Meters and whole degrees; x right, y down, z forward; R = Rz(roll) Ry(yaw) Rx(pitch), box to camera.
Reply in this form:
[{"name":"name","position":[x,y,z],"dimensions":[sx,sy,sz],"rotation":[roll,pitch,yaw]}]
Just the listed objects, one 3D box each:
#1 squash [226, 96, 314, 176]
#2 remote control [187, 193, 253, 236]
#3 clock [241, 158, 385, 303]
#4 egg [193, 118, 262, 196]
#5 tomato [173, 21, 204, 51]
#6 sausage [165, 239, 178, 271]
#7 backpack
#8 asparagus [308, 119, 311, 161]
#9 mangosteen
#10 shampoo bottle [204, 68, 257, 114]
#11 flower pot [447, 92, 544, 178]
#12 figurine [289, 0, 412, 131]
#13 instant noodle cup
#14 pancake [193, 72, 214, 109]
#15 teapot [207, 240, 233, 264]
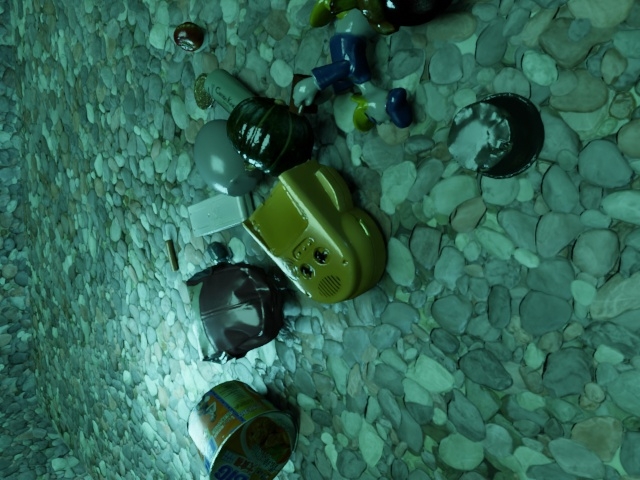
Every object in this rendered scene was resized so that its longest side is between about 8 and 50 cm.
[{"name":"squash","position":[-0.118,-0.247,1.186],"dimensions":[0.218,0.218,0.173],"rotation":[35,127,33]},{"name":"remote control","position":[-0.304,-0.083,1.524],"dimensions":[0.277,0.055,0.103],"rotation":[-12,90,45]},{"name":"clock","position":[0.000,0.000,1.177],"dimensions":[0.317,0.200,0.244],"rotation":[55,133,9]},{"name":"egg","position":[-0.254,-0.229,1.360],"dimensions":[0.232,0.176,0.176],"rotation":[55,130,23]},{"name":"tomato","position":[-0.383,-0.600,1.470],"dimensions":[0.087,0.087,0.075],"rotation":[-3,69,43]},{"name":"sausage","position":[-0.530,0.054,1.786],"dimensions":[0.026,0.026,0.116],"rotation":[-14,89,44]},{"name":"backpack","position":[-0.229,0.186,1.417],"dimensions":[0.317,0.197,0.284],"rotation":[-23,82,39]},{"name":"asparagus","position":[-0.031,-0.238,1.259],"dimensions":[0.015,0.018,0.127],"rotation":[-167,71,-68]},{"name":"mangosteen","position":[0.128,-0.477,0.908],"dimensions":[0.249,0.211,0.211],"rotation":[-29,77,8]},{"name":"shampoo bottle","position":[-0.209,-0.364,1.353],"dimensions":[0.262,0.085,0.085],"rotation":[45,126,27]},{"name":"flower pot","position":[0.301,-0.184,0.898],"dimensions":[0.157,0.106,0.158],"rotation":[13,110,41]},{"name":"figurine","position":[0.054,-0.347,1.044],"dimensions":[0.283,0.204,0.338],"rotation":[-44,80,12]},{"name":"instant noodle cup","position":[-0.241,0.562,1.461],"dimensions":[0.214,0.296,0.297],"rotation":[29,118,44]},{"name":"pancake","position":[-0.351,-0.450,1.517],"dimensions":[0.114,0.011,0.115],"rotation":[11,106,41]},{"name":"teapot","position":[-0.312,0.042,1.570],"dimensions":[0.083,0.063,0.049],"rotation":[56,162,16]}]
